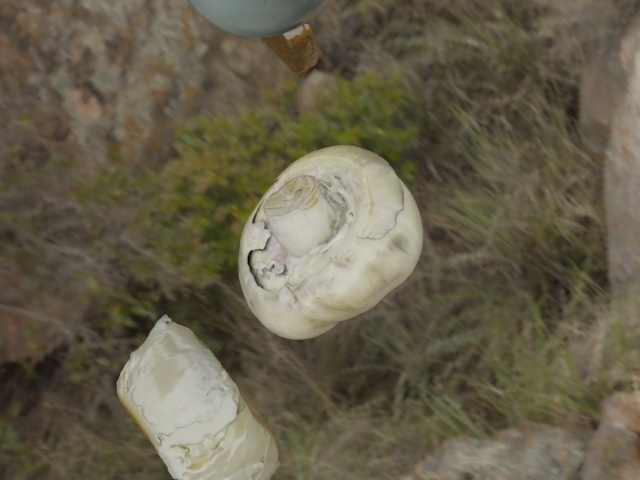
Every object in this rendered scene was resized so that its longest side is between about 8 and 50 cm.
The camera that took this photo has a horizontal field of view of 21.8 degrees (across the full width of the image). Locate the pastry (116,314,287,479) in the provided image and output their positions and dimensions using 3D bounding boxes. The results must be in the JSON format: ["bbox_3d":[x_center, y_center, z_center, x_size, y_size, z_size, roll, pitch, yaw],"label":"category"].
[{"bbox_3d":[-0.099,0.144,1.348,0.088,0.166,0.166,-38,60,-7],"label":"pastry"}]

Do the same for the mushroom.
[{"bbox_3d":[0.000,0.000,1.258,0.154,0.122,0.154,-20,50,25],"label":"mushroom"}]

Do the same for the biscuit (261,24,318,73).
[{"bbox_3d":[-0.072,-0.237,1.343,0.034,0.215,0.182,-38,51,-6],"label":"biscuit"}]

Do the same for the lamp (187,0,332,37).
[{"bbox_3d":[-0.036,-0.171,0.982,0.105,0.105,0.105,-8,71,25],"label":"lamp"}]
